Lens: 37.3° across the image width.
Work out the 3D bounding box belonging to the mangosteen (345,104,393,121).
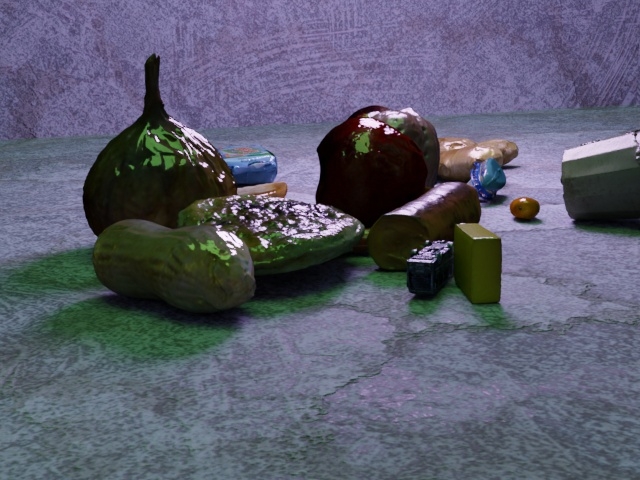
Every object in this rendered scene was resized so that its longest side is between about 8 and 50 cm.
[{"bbox_3d":[0.152,-0.238,2.428,0.192,0.192,0.217,-14,38,-42],"label":"mangosteen"}]

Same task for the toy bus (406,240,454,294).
[{"bbox_3d":[0.174,0.039,1.457,0.047,0.065,0.166,4,12,21],"label":"toy bus"}]

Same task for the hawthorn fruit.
[{"bbox_3d":[0.115,-0.111,1.796,0.265,0.230,0.210,8,-18,-27],"label":"hawthorn fruit"}]

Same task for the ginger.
[{"bbox_3d":[0.321,-0.214,2.467,0.347,0.122,0.363,0,19,19],"label":"ginger"}]

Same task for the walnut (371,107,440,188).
[{"bbox_3d":[0.165,-0.180,2.065,0.224,0.224,0.224,-2,13,0],"label":"walnut"}]

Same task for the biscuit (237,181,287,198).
[{"bbox_3d":[-0.223,-0.092,2.128,0.308,0.040,0.204,-4,13,-6],"label":"biscuit"}]

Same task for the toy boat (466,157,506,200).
[{"bbox_3d":[0.352,-0.120,2.126,0.110,0.091,0.175,-33,5,23],"label":"toy boat"}]

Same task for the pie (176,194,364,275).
[{"bbox_3d":[-0.077,-0.019,1.557,0.323,0.071,0.323,-1,18,0],"label":"pie"}]

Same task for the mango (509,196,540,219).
[{"bbox_3d":[0.413,-0.065,1.922,0.059,0.046,0.089,2,1,8],"label":"mango"}]

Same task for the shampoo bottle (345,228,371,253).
[{"bbox_3d":[0.000,0.000,1.678,0.220,0.052,0.108,0,10,6],"label":"shampoo bottle"}]

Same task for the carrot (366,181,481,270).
[{"bbox_3d":[0.194,-0.031,1.655,0.114,0.114,0.301,6,17,31],"label":"carrot"}]

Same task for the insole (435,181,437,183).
[{"bbox_3d":[0.243,-0.132,2.320,0.053,0.002,0.152,5,15,27],"label":"insole"}]

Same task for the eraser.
[{"bbox_3d":[0.232,0.032,1.412,0.045,0.097,0.122,-3,12,-4],"label":"eraser"}]

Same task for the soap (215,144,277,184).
[{"bbox_3d":[-0.208,-0.201,2.516,0.156,0.077,0.293,-5,14,-13],"label":"soap"}]

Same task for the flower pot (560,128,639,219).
[{"bbox_3d":[0.584,-0.129,1.851,0.202,0.213,0.212,-3,11,30],"label":"flower pot"}]

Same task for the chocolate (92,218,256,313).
[{"bbox_3d":[-0.215,0.034,1.396,0.309,0.134,0.134,9,17,40],"label":"chocolate"}]

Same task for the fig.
[{"bbox_3d":[-0.284,-0.153,1.720,0.286,0.369,0.286,7,18,-2],"label":"fig"}]
